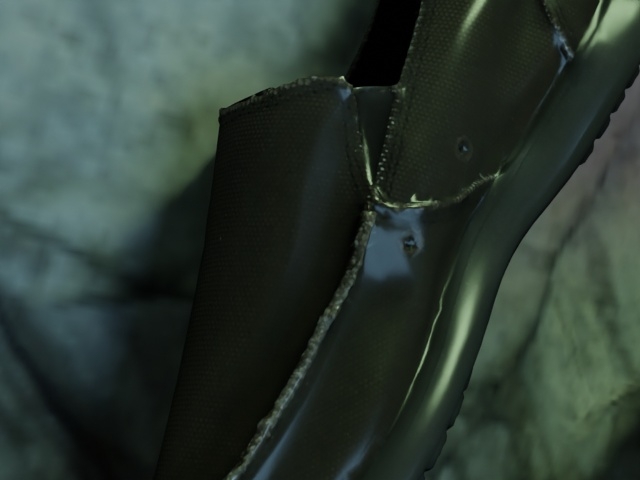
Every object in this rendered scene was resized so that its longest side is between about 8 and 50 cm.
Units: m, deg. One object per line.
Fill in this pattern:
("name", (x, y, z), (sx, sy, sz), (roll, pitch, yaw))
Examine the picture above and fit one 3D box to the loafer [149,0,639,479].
("loafer", (0.000, 0.000, 0.381), (0.078, 0.080, 0.220), (37, 67, -13))
